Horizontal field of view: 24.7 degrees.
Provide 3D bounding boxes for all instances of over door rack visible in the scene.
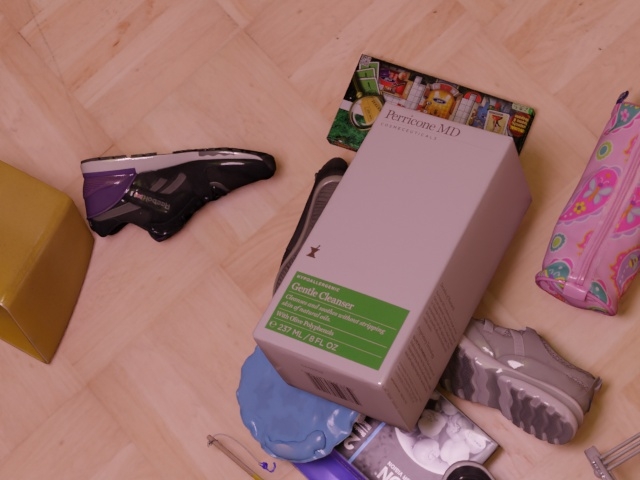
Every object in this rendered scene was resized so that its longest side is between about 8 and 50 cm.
[{"bbox_3d":[0.489,0.317,1.732,0.239,0.108,0.324,-32,40,3],"label":"over door rack"}]

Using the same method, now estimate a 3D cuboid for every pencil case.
[{"bbox_3d":[0.382,-0.046,1.886,0.124,0.124,0.284,25,83,18],"label":"pencil case"}]

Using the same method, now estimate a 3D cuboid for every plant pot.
[{"bbox_3d":[-0.436,0.013,2.022,0.212,0.212,0.187,25,70,18],"label":"plant pot"}]

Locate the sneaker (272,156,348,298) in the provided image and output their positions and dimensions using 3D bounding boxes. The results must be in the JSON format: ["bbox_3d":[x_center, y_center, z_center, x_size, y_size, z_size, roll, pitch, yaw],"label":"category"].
[{"bbox_3d":[0.000,0.000,1.991,0.083,0.118,0.222,22,109,-6],"label":"sneaker"}]

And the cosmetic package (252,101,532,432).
[{"bbox_3d":[0.097,0.029,1.835,0.196,0.155,0.366,17,68,28],"label":"cosmetic package"}]

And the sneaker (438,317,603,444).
[{"bbox_3d":[0.234,0.155,1.896,0.281,0.105,0.115,34,51,23],"label":"sneaker"}]

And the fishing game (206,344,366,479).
[{"bbox_3d":[-0.021,0.200,1.918,0.189,0.041,0.264,30,88,29],"label":"fishing game"}]

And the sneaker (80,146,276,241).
[{"bbox_3d":[-0.194,-0.062,2.047,0.283,0.107,0.124,-4,89,15],"label":"sneaker"}]

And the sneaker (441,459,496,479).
[{"bbox_3d":[0.196,0.404,1.773,0.101,0.153,0.269,-5,84,2],"label":"sneaker"}]

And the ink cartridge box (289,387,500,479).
[{"bbox_3d":[0.091,0.277,1.907,0.206,0.045,0.208,41,89,19],"label":"ink cartridge box"}]

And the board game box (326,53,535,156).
[{"bbox_3d":[0.151,-0.157,2.017,0.259,0.030,0.136,19,83,17],"label":"board game box"}]
